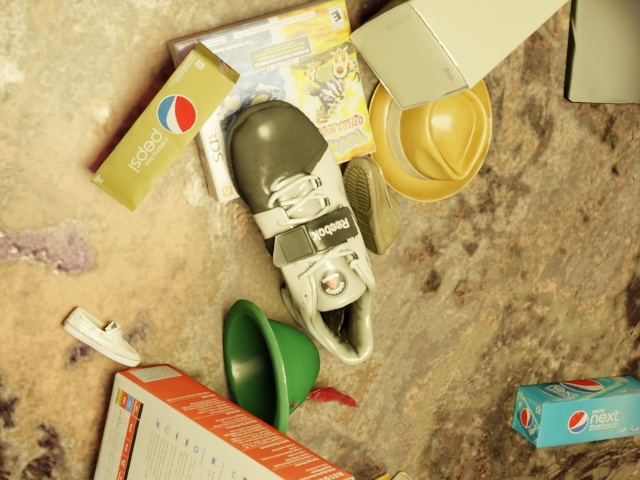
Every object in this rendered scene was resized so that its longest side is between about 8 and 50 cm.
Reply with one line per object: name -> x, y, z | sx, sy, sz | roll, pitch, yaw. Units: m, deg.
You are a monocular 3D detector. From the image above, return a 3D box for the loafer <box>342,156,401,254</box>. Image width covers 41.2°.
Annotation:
loafer -> 0.066, -0.049, 1.045 | 0.050, 0.056, 0.148 | -38, 140, -25

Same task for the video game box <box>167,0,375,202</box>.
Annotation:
video game box -> -0.051, -0.162, 0.976 | 0.205, 0.048, 0.187 | -20, 114, -16

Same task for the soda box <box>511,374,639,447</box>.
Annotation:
soda box -> 0.393, 0.251, 1.264 | 0.210, 0.067, 0.071 | -1, 105, -22

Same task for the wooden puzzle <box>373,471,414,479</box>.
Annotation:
wooden puzzle -> 0.110, 0.369, 1.212 | 0.079, 0.014, 0.116 | -38, 115, -4

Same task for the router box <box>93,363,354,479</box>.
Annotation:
router box -> -0.139, 0.351, 0.942 | 0.082, 0.301, 0.335 | 1, 107, -51

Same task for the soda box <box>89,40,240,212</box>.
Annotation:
soda box -> -0.164, -0.119, 0.898 | 0.058, 0.061, 0.181 | 38, 107, -14

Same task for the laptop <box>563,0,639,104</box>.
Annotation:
laptop -> 0.465, -0.309, 1.165 | 0.264, 0.137, 0.234 | -16, 113, -45

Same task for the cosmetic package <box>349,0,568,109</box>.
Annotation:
cosmetic package -> 0.199, -0.289, 0.948 | 0.309, 0.160, 0.113 | -42, 104, -17

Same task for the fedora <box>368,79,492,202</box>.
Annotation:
fedora -> 0.150, -0.136, 1.047 | 0.194, 0.079, 0.194 | -6, 108, -21

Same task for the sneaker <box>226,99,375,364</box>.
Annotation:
sneaker -> 0.000, 0.000, 0.955 | 0.123, 0.146, 0.330 | -27, 124, -9

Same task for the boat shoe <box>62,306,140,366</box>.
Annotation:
boat shoe -> -0.245, 0.109, 0.980 | 0.100, 0.035, 0.035 | 36, 92, -20

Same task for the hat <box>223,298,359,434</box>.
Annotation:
hat -> -0.005, 0.142, 1.027 | 0.184, 0.208, 0.172 | -9, 84, -25
